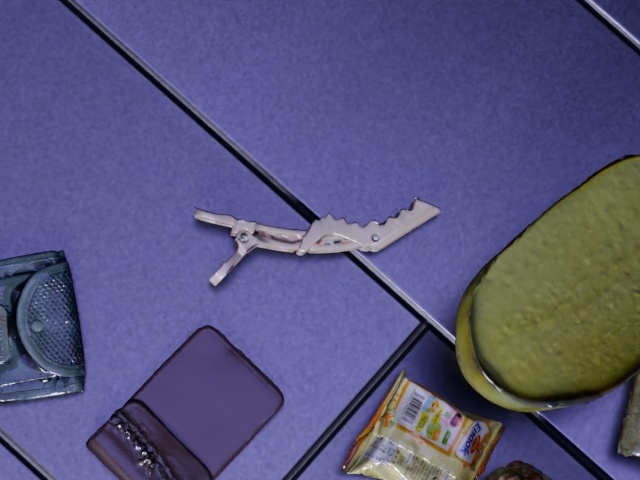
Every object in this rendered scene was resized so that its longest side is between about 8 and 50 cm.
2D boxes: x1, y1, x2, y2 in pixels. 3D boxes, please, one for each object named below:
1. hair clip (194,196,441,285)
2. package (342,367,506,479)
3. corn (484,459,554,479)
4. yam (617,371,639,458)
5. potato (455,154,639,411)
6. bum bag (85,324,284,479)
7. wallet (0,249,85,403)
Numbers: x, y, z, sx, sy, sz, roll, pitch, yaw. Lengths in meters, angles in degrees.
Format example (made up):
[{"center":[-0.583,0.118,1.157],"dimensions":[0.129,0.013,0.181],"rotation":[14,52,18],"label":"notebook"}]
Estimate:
[{"center":[0.000,0.000,1.706],"dimensions":[0.226,0.034,0.072],"rotation":[-3,83,-8],"label":"hair clip"},{"center":[0.094,0.185,1.683],"dimensions":[0.120,0.031,0.108],"rotation":[30,79,-5],"label":"package"},{"center":[0.243,0.302,1.651],"dimensions":[0.280,0.092,0.092],"rotation":[42,79,-1],"label":"corn"},{"center":[0.306,0.137,1.702],"dimensions":[0.054,0.054,0.132],"rotation":[16,78,-3],"label":"yam"},{"center":[0.220,0.053,1.679],"dimensions":[0.271,0.111,0.160],"rotation":[-40,93,-25],"label":"potato"},{"center":[-0.118,0.161,1.669],"dimensions":[0.109,0.026,0.159],"rotation":[43,78,4],"label":"bum bag"},{"center":[-0.258,0.076,1.669],"dimensions":[0.088,0.026,0.129],"rotation":[-9,81,-7],"label":"wallet"}]
